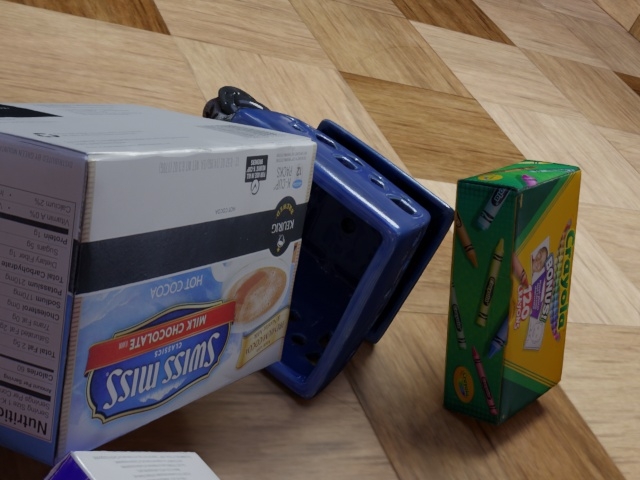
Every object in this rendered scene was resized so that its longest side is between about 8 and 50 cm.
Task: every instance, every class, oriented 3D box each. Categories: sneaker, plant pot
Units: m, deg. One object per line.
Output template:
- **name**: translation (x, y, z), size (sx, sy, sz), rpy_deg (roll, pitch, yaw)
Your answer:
- **sneaker**: translation (-0.139, -0.138, 1.365), size (0.268, 0.101, 0.153), rpy_deg (-1, 39, -47)
- **plant pot**: translation (0.000, 0.000, 1.139), size (0.236, 0.236, 0.212), rpy_deg (38, 27, 20)

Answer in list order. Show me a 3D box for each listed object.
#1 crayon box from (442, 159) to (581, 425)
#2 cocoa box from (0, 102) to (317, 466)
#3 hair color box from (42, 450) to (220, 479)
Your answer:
- **crayon box**: translation (0.225, 0.055, 1.179), size (0.081, 0.278, 0.165), rpy_deg (13, 19, 36)
- **cocoa box**: translation (-0.191, 0.010, 0.860), size (0.231, 0.228, 0.347), rpy_deg (14, 12, 24)
- **hair color box**: translation (-0.055, 0.300, 0.699), size (0.339, 0.110, 0.185), rpy_deg (41, 5, 24)
